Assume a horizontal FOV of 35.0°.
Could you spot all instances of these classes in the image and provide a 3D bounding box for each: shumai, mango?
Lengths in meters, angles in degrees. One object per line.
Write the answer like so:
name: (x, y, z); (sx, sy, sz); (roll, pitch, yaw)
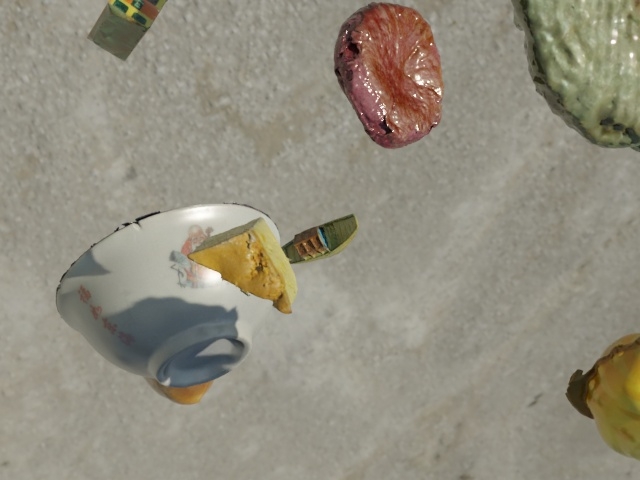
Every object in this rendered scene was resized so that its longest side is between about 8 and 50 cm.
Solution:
shumai: (0.325, -0.265, 1.157); (0.263, 0.304, 0.309); (-123, -123, -79)
mango: (-0.294, 0.219, 2.012); (0.153, 0.201, 0.287); (-32, 152, -11)

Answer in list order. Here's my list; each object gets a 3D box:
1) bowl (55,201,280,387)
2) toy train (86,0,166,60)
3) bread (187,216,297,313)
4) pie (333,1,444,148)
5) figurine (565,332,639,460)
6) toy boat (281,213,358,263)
bowl: (-0.191, 0.109, 1.458); (0.346, 0.157, 0.345); (-19, 151, -11)
toy train: (-0.267, -0.322, 1.433); (0.072, 0.099, 0.188); (28, 158, -18)
bread: (-0.079, 0.035, 1.130); (0.080, 0.109, 0.084); (-24, -166, 17)
pie: (0.076, -0.170, 1.035); (0.154, 0.153, 0.038); (-6, 176, -40)
figurine: (0.357, 0.175, 0.995); (0.246, 0.156, 0.131); (33, 121, -14)
toy boat: (0.000, 0.000, 1.874); (0.172, 0.065, 0.066); (-24, 156, 24)
